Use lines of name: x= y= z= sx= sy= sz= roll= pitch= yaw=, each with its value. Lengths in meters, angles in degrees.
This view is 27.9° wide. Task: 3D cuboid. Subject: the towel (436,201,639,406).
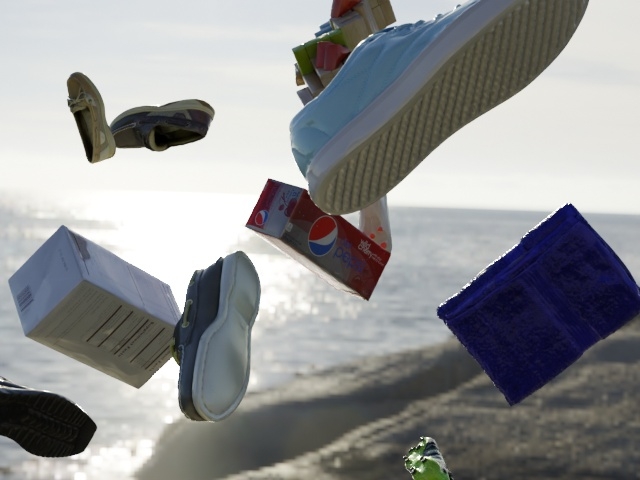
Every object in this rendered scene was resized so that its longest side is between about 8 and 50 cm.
towel: x=0.377 y=0.113 z=2.200 sx=0.308 sy=0.227 sz=0.076 roll=-40 pitch=0 yaw=13

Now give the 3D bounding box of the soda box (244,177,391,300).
soda box: x=0.000 y=0.000 z=2.049 sx=0.083 sy=0.092 sz=0.263 roll=18 pitch=-12 yaw=41

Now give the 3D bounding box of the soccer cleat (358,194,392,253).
soccer cleat: x=0.095 y=-0.042 z=2.278 sx=0.068 sy=0.196 sz=0.076 roll=0 pitch=23 yaw=21

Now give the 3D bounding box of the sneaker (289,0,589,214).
sneaker: x=0.107 y=-0.194 z=1.371 sx=0.366 sy=0.150 sz=0.135 roll=-37 pitch=-34 yaw=9

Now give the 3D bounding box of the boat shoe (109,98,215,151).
boat shoe: x=-0.294 y=-0.197 z=2.322 sx=0.224 sy=0.073 sz=0.080 roll=-10 pitch=-40 yaw=26

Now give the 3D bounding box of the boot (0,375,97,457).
boot: x=-0.367 y=0.179 z=1.503 sx=0.198 sy=0.077 sz=0.137 roll=30 pitch=1 yaw=-39

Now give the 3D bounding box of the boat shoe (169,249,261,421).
boat shoe: x=-0.156 y=0.140 z=1.814 sx=0.091 sy=0.109 sz=0.305 roll=-18 pitch=37 yaw=23

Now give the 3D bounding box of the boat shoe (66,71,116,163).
boat shoe: x=-0.385 y=-0.202 z=2.120 sx=0.056 sy=0.153 sz=0.048 roll=-10 pitch=11 yaw=41

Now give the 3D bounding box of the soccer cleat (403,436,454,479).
soccer cleat: x=0.173 y=0.358 z=2.023 sx=0.072 sy=0.060 sz=0.179 roll=42 pitch=6 yaw=-4

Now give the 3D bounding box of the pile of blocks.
pile of blocks: x=0.021 y=-0.333 z=2.073 sx=0.149 sy=0.112 sz=0.362 roll=-11 pitch=31 yaw=20

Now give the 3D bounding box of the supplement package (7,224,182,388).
supplement package: x=-0.342 y=0.108 z=2.018 sx=0.244 sy=0.134 sz=0.139 roll=34 pitch=18 yaw=-42
